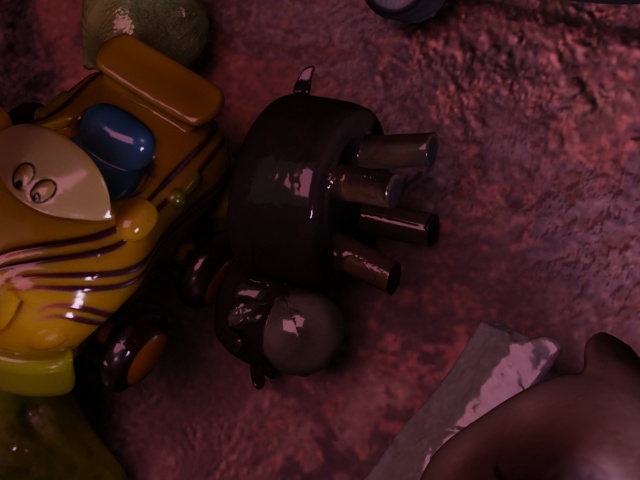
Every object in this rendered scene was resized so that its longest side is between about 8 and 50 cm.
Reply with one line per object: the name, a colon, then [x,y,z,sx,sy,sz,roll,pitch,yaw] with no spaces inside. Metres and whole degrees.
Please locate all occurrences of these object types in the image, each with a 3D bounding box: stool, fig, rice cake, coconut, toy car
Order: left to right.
fig: [-0.256,0.122,1.258,0.233,0.167,0.167,26,90,35]
toy car: [-0.161,-0.024,1.208,0.200,0.142,0.248,30,56,17]
coconut: [-0.129,-0.149,1.304,0.096,0.088,0.088,-37,66,7]
stool: [0.000,0.000,1.192,0.121,0.125,0.217,15,96,21]
rice cake: [0.078,0.139,1.154,0.069,0.063,0.206,37,94,32]

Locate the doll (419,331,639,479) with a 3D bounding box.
doll: [0.095,0.238,1.033,0.215,0.226,0.370,40,97,30]

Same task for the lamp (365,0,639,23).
lamp: [0.202,-0.159,1.179,0.371,0.108,0.130,-3,90,39]
